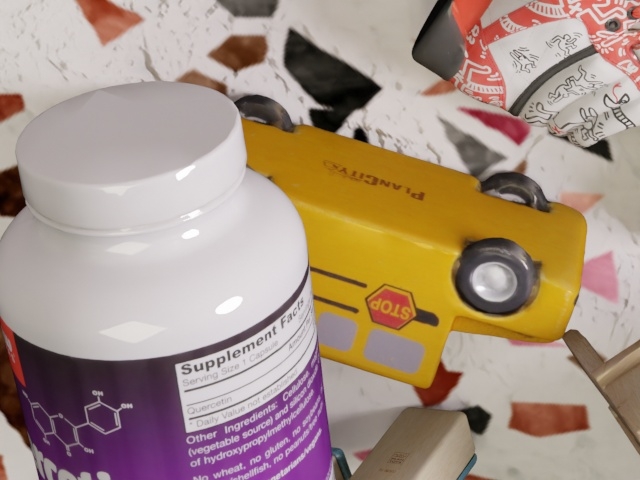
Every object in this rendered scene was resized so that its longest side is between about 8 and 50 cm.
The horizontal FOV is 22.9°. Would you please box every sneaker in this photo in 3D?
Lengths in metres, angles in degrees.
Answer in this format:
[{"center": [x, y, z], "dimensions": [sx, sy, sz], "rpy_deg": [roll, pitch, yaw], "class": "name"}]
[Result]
[{"center": [0.173, -0.159, 0.903], "dimensions": [0.145, 0.090, 0.270], "rpy_deg": [30, 140, -6], "class": "sneaker"}]

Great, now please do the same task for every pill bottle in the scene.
[{"center": [-0.090, 0.077, 0.940], "dimensions": [0.181, 0.181, 0.323], "rpy_deg": [0, 121, 12], "class": "pill bottle"}]

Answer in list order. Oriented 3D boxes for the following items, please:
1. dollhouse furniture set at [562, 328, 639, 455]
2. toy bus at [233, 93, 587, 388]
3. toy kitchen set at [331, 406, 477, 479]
[{"center": [0.378, 0.077, 1.020], "dimensions": [0.355, 0.174, 0.303], "rpy_deg": [-35, 117, 4], "class": "dollhouse furniture set"}, {"center": [0.000, 0.000, 1.044], "dimensions": [0.332, 0.108, 0.130], "rpy_deg": [17, 122, 3], "class": "toy bus"}, {"center": [0.013, 0.220, 1.183], "dimensions": [0.207, 0.122, 0.166], "rpy_deg": [2, 122, 35], "class": "toy kitchen set"}]
